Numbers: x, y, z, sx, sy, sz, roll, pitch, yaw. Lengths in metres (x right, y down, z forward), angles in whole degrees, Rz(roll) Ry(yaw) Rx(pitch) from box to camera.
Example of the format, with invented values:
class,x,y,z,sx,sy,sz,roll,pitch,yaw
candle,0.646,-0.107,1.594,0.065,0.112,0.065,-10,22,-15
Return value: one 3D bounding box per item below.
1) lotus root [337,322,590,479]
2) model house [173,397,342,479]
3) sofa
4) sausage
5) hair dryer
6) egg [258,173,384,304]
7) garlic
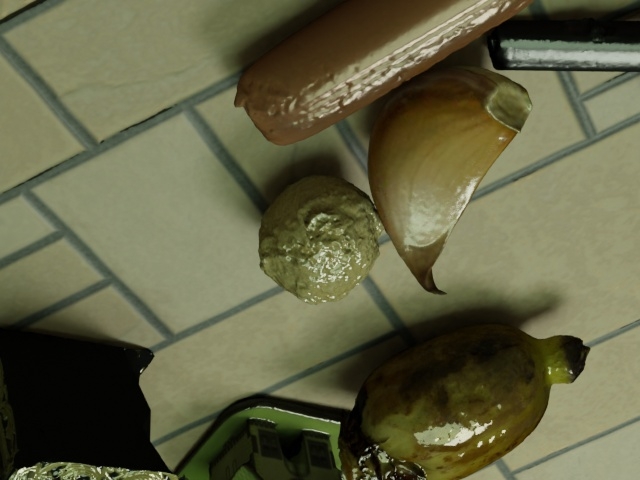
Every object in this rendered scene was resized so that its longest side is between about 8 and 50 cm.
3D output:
class,x,y,z,sx,sy,sz,roll,pitch,yaw
lotus root,0.150,0.177,1.495,0.314,0.141,0.169,-24,142,-6
model house,-0.028,0.354,1.527,0.218,0.279,0.205,15,132,-29
sofa,-0.254,0.226,1.329,0.200,0.258,0.182,13,117,-31
sausage,0.058,-0.172,1.119,0.289,0.086,0.086,-29,137,15
hair dryer,0.271,-0.177,1.194,0.251,0.089,0.197,-4,138,-4
egg,0.000,0.000,1.266,0.118,0.116,0.140,14,148,-3
garlic,0.110,-0.075,1.223,0.128,0.115,0.207,28,122,14
